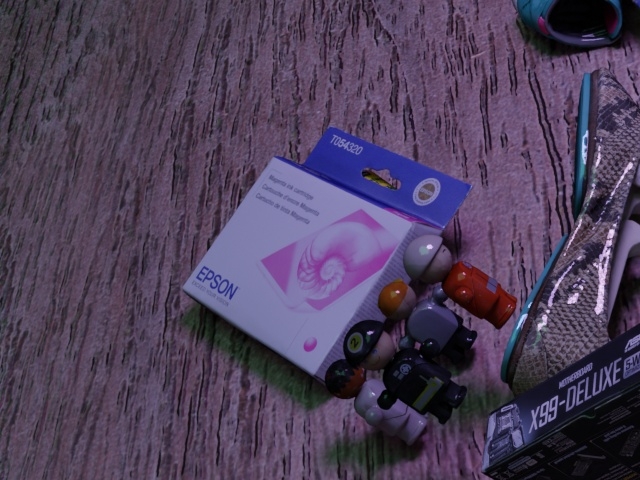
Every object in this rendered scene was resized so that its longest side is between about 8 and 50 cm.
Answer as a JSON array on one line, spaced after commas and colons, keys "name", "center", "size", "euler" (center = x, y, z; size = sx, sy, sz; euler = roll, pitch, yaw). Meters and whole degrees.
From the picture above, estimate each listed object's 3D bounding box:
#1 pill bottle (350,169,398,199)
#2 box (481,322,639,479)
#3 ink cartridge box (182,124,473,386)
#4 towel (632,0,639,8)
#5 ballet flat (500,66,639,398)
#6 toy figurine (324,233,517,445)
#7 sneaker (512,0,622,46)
[{"name": "pill bottle", "center": [0.070, -0.063, 1.981], "size": [0.065, 0.065, 0.116], "euler": [-39, 39, -10]}, {"name": "box", "center": [0.341, 0.187, 1.292], "size": [0.307, 0.242, 0.076], "euler": [-41, 25, 44]}, {"name": "ink cartridge box", "center": [0.000, 0.000, 1.895], "size": [0.324, 0.071, 0.330], "euler": [27, 82, 48]}, {"name": "towel", "center": [0.491, -0.403, 1.860], "size": [0.040, 0.243, 0.336], "euler": [-15, 60, -39]}, {"name": "ballet flat", "center": [0.358, 0.001, 1.677], "size": [0.182, 0.164, 0.483], "euler": [12, 58, 15]}, {"name": "toy figurine", "center": [0.107, 0.118, 1.629], "size": [0.213, 0.148, 0.209], "euler": [-56, 1, -24]}, {"name": "sneaker", "center": [0.433, -0.387, 2.041], "size": [0.295, 0.124, 0.178], "euler": [-30, 33, 14]}]
